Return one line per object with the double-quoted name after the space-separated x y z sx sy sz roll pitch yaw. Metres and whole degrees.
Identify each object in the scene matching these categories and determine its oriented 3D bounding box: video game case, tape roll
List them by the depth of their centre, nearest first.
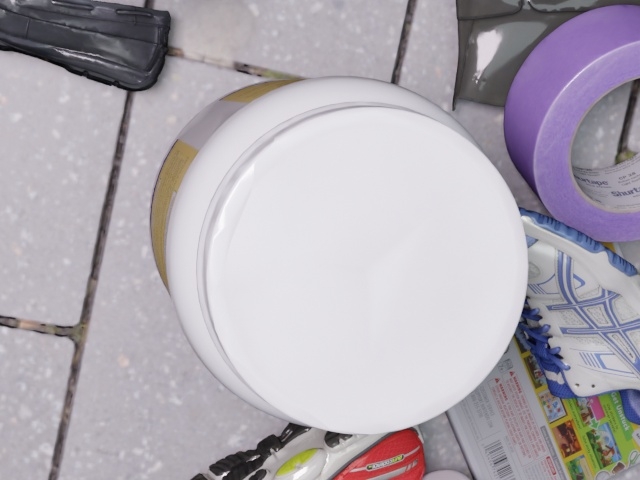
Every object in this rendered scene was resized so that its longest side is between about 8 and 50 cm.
0.257 -0.098 1.029 0.189 0.080 0.189 -5 121 -9 "tape roll"
0.211 0.124 1.109 0.206 0.026 0.227 -25 100 -7 "video game case"

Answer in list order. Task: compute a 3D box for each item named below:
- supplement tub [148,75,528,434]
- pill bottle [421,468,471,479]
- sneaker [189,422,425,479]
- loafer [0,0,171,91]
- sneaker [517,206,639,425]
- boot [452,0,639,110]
0.000 0.000 0.894 0.241 0.331 0.241 -1 98 -11 "supplement tub"
0.132 0.281 1.074 0.086 0.086 0.152 -38 118 -4 "pill bottle"
-0.029 0.238 1.040 0.279 0.107 0.118 -31 111 -3 "sneaker"
-0.228 -0.185 0.962 0.223 0.076 0.078 17 88 -17 "loafer"
0.216 0.069 1.029 0.296 0.112 0.131 30 93 -16 "sneaker"
0.210 -0.175 1.055 0.197 0.077 0.137 5 102 0 "boot"
